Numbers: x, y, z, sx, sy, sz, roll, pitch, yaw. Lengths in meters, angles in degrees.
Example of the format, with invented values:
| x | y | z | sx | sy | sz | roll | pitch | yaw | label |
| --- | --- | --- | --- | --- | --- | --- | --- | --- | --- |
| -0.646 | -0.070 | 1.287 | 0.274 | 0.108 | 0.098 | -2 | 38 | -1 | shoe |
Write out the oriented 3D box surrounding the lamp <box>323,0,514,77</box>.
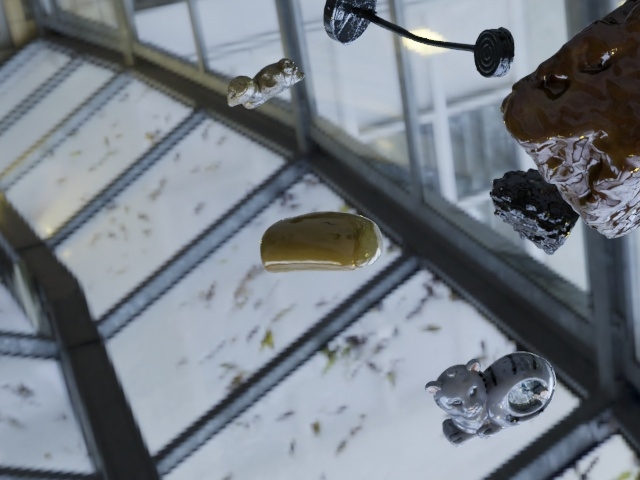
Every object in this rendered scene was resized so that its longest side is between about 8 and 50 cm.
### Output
| x | y | z | sx | sy | sz | roll | pitch | yaw | label |
| --- | --- | --- | --- | --- | --- | --- | --- | --- | --- |
| 0.122 | -0.292 | 1.747 | 0.108 | 0.130 | 0.371 | -3 | -152 | -31 | lamp |

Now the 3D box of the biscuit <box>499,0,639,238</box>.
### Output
| x | y | z | sx | sy | sz | roll | pitch | yaw | label |
| --- | --- | --- | --- | --- | --- | --- | --- | --- | --- |
| 0.385 | -0.155 | 1.299 | 0.342 | 0.166 | 0.395 | -36 | 165 | 15 | biscuit |

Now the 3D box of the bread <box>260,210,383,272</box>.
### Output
| x | y | z | sx | sy | sz | roll | pitch | yaw | label |
| --- | --- | --- | --- | --- | --- | --- | --- | --- | --- |
| 0.000 | 0.000 | 2.132 | 0.217 | 0.098 | 0.147 | -4 | -162 | 22 | bread |

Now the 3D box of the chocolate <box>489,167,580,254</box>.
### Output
| x | y | z | sx | sy | sz | roll | pitch | yaw | label |
| --- | --- | --- | --- | --- | --- | --- | --- | --- | --- |
| 0.332 | -0.065 | 1.916 | 0.133 | 0.156 | 0.156 | 21 | -156 | -4 | chocolate |

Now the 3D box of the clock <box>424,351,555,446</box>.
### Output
| x | y | z | sx | sy | sz | roll | pitch | yaw | label |
| --- | --- | --- | --- | --- | --- | --- | --- | --- | --- |
| 0.238 | 0.202 | 1.693 | 0.176 | 0.117 | 0.080 | -24 | -144 | 0 | clock |

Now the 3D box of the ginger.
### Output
| x | y | z | sx | sy | sz | roll | pitch | yaw | label |
| --- | --- | --- | --- | --- | --- | --- | --- | --- | --- |
| -0.111 | -0.303 | 2.333 | 0.133 | 0.059 | 0.214 | -31 | 176 | 14 | ginger |
